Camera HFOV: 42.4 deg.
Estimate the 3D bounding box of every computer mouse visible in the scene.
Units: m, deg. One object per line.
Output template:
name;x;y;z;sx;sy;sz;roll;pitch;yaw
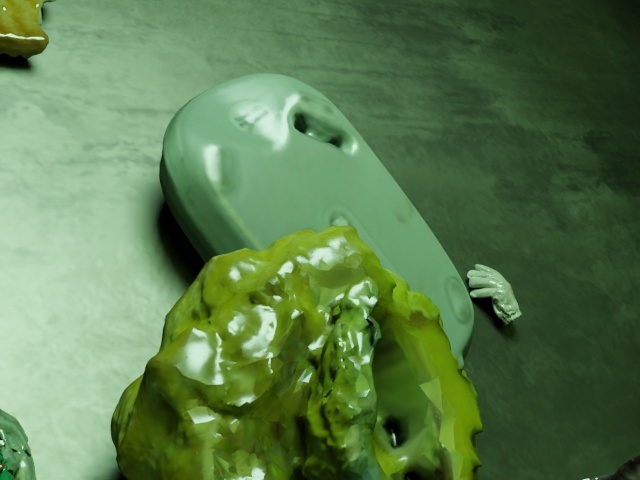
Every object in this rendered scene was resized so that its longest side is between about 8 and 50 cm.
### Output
computer mouse;-0.002;0.003;0.716;0.197;0.095;0.331;-36;90;-32

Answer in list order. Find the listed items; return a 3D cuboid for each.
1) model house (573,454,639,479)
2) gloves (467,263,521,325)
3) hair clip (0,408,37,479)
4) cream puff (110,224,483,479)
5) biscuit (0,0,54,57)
model house;0.254;0.307;0.579;0.160;0.196;0.254;20;48;-24
gloves;0.183;0.059;0.848;0.081;0.037;0.044;45;7;11
hair clip;-0.289;0.145;0.398;0.321;0.091;0.138;-2;61;-35
cream puff;0.006;0.122;0.530;0.282;0.185;0.282;7;69;-20
biscuit;-0.329;-0.256;0.738;0.176;0.031;0.228;5;52;-34
